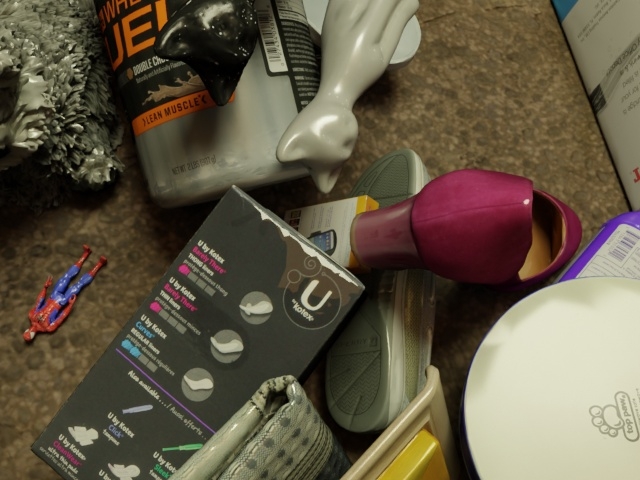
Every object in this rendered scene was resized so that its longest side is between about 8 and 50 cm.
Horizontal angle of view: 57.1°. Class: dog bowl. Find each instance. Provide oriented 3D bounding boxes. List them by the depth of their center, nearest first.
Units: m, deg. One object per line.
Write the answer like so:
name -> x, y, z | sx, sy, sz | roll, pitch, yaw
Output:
dog bowl -> 0.261, 0.170, 0.533 | 0.264, 0.104, 0.265 | -5, 64, 11

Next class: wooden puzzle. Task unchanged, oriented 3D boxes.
wooden puzzle -> 0.056, 0.256, 0.531 | 0.044, 0.221, 0.239 | 28, 64, 36

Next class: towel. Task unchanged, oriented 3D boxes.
towel -> -0.091, 0.290, 0.466 | 0.056, 0.312, 0.324 | 30, 67, 34

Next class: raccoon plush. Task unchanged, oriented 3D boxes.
raccoon plush -> -0.327, -0.233, 0.576 | 0.216, 0.299, 0.447 | -4, 73, -10

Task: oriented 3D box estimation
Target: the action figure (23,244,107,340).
action figure -> -0.279, 0.058, 0.634 | 0.038, 0.030, 0.115 | 33, 72, -3

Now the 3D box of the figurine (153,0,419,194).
figurine -> -0.019, -0.171, 0.497 | 0.215, 0.092, 0.210 | 39, 63, -39

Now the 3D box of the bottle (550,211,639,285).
bottle -> 0.314, 0.092, 0.681 | 0.118, 0.092, 0.283 | 43, 71, 11

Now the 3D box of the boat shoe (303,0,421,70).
boat shoe -> -0.021, -0.286, 0.745 | 0.306, 0.105, 0.113 | 22, 77, 6

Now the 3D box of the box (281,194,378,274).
box -> 0.000, 0.000, 0.662 | 0.028, 0.136, 0.081 | 27, 64, -43

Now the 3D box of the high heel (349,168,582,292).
high heel -> 0.220, -0.007, 0.590 | 0.377, 0.181, 0.127 | -7, 88, -40

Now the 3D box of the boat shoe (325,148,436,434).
boat shoe -> 0.081, 0.052, 0.658 | 0.103, 0.118, 0.321 | 25, 62, -40

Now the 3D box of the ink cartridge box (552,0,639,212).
ink cartridge box -> 0.471, -0.266, 0.719 | 0.166, 0.285, 0.395 | -9, 74, -12

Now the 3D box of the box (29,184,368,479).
box -> -0.090, 0.110, 0.535 | 0.143, 0.165, 0.270 | 37, 89, 8

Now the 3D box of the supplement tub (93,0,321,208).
supplement tub -> -0.116, -0.216, 0.606 | 0.207, 0.207, 0.338 | -16, 95, -13
